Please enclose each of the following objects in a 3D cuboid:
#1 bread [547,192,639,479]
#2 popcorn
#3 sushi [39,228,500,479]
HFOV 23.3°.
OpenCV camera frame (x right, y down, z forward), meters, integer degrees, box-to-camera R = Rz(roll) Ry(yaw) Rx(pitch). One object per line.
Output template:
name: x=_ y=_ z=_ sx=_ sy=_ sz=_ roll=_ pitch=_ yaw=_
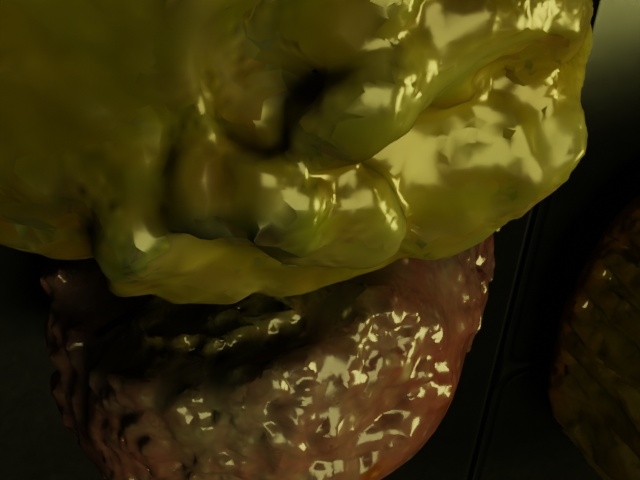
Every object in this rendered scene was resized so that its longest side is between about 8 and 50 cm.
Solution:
bread: x=0.251 y=0.054 z=0.822 sx=0.253 sy=0.142 sz=0.227 roll=-19 pitch=133 yaw=-16
popcorn: x=-0.020 y=-0.101 z=0.491 sx=0.266 sy=0.192 sz=0.233 roll=-28 pitch=123 yaw=11
sushi: x=0.007 y=0.012 z=0.607 sx=0.241 sy=0.161 sz=0.107 roll=-27 pitch=133 yaw=-13
